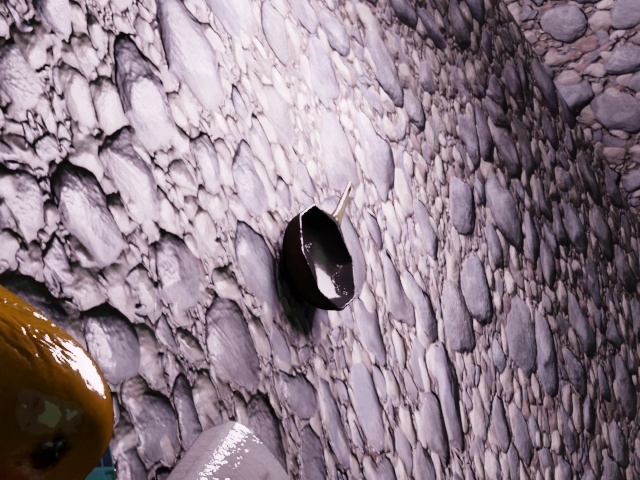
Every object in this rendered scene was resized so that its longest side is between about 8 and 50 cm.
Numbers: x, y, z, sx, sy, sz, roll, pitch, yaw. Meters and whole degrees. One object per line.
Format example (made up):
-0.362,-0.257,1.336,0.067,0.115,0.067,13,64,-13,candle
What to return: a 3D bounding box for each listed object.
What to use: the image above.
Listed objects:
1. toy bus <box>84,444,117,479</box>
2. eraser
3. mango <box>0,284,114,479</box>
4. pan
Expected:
-0.236,0.193,1.282,0.160,0.079,0.092,13,62,-63,toy bus
-0.102,0.306,1.473,0.174,0.095,0.270,63,24,-12,eraser
-0.267,0.086,1.165,0.295,0.120,0.177,34,5,37,mango
0.006,0.015,1.963,0.202,0.048,0.128,-37,108,-63,pan
